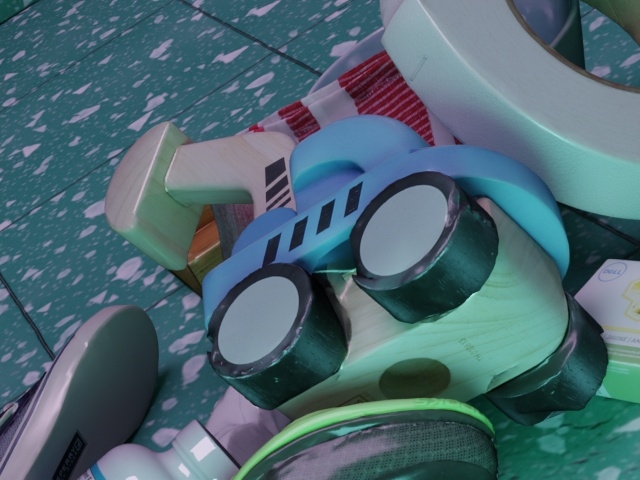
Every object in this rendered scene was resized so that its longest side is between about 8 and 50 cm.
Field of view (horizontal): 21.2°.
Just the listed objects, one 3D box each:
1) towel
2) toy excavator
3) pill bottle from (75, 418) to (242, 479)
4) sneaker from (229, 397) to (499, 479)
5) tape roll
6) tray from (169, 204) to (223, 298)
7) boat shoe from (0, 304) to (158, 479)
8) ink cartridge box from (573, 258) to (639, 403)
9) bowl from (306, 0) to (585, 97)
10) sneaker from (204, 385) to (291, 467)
[{"bbox_3d":[0.018,-0.031,1.626,0.329,0.237,0.037,-25,-18,39],"label":"towel"},{"bbox_3d":[0.000,0.000,1.491,0.433,0.222,0.445,-31,40,24],"label":"toy excavator"},{"bbox_3d":[-0.167,0.264,1.365,0.264,0.146,0.146,-41,26,-5],"label":"pill bottle"},{"bbox_3d":[-0.048,0.300,1.230,0.483,0.185,0.202,-38,44,-9],"label":"sneaker"},{"bbox_3d":[0.241,-0.187,1.569,0.072,0.392,0.392,-59,1,44],"label":"tape roll"},{"bbox_3d":[-0.001,-0.089,1.964,0.411,0.076,0.203,-35,25,-12],"label":"tray"},{"bbox_3d":[-0.292,0.191,1.686,0.158,0.127,0.340,-5,35,28],"label":"boat shoe"},{"bbox_3d":[0.309,0.040,1.420,0.235,0.056,0.171,-46,29,-26],"label":"ink cartridge box"},{"bbox_3d":[0.151,-0.126,1.763,0.311,0.163,0.311,-24,26,13],"label":"bowl"},{"bbox_3d":[-0.080,0.198,1.535,0.094,0.080,0.212,-35,17,20],"label":"sneaker"}]
